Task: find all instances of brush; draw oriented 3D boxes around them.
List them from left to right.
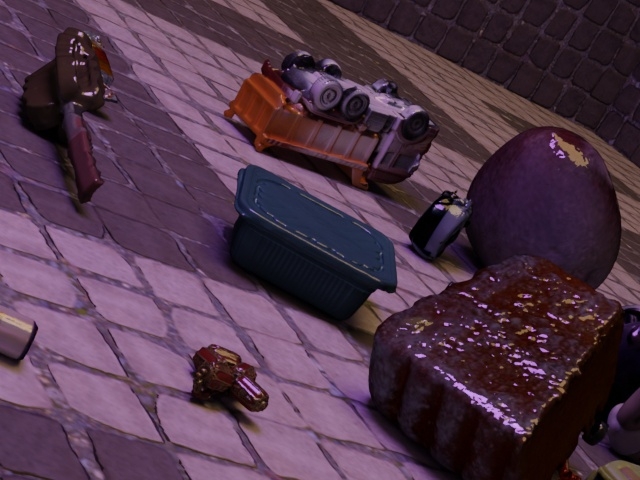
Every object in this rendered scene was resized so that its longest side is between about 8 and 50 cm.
[{"bbox_3d":[-0.239,-0.115,1.537,0.071,0.084,0.301,26,21,-25],"label":"brush"}]

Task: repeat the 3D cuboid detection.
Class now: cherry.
[{"bbox_3d":[0.287,-0.026,2.066,0.183,0.266,0.213,-28,50,-31],"label":"cherry"}]

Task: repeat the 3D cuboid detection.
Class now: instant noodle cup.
[{"bbox_3d":[-0.016,0.008,1.577,0.179,0.070,0.157,29,15,-9],"label":"instant noodle cup"}]

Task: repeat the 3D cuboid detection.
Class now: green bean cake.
[{"bbox_3d":[0.170,0.117,1.383,0.198,0.097,0.233,33,42,31],"label":"green bean cake"}]

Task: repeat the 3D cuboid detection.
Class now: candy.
[{"bbox_3d":[-0.261,-0.192,1.805,0.053,0.046,0.182,28,19,-25],"label":"candy"}]

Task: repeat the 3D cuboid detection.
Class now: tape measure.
[{"bbox_3d":[0.147,-0.019,1.976,0.054,0.091,0.094,40,-2,8],"label":"tape measure"}]

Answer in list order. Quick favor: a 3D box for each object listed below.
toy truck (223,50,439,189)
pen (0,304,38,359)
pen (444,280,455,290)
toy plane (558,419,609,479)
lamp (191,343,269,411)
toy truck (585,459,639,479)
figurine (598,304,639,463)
[{"bbox_3d":[0.021,-0.152,2.093,0.270,0.135,0.114,13,24,-40],"label":"toy truck"},{"bbox_3d":[-0.306,0.011,1.035,0.269,0.033,0.033,26,15,-19],"label":"pen"},{"bbox_3d":[0.232,0.105,1.851,0.204,0.025,0.025,30,14,-2],"label":"pen"},{"bbox_3d":[0.208,0.176,1.453,0.126,0.077,0.194,47,16,7],"label":"toy plane"},{"bbox_3d":[-0.074,0.102,1.219,0.063,0.031,0.083,28,11,-19],"label":"lamp"},{"bbox_3d":[0.292,0.237,1.363,0.169,0.100,0.077,22,15,-35],"label":"toy truck"},{"bbox_3d":[0.331,0.151,1.727,0.145,0.145,0.222,27,25,-18],"label":"figurine"}]
